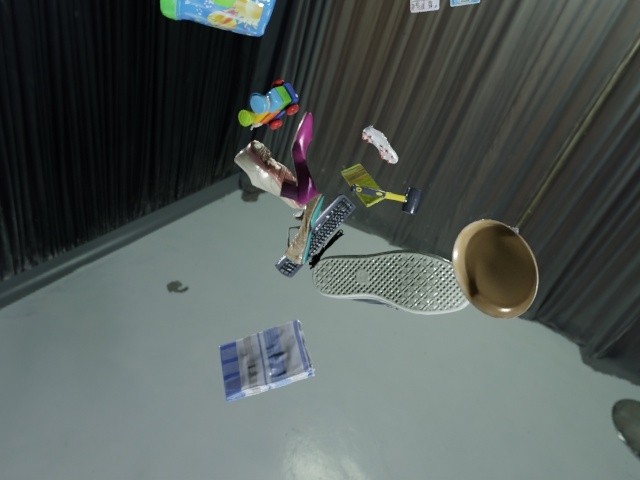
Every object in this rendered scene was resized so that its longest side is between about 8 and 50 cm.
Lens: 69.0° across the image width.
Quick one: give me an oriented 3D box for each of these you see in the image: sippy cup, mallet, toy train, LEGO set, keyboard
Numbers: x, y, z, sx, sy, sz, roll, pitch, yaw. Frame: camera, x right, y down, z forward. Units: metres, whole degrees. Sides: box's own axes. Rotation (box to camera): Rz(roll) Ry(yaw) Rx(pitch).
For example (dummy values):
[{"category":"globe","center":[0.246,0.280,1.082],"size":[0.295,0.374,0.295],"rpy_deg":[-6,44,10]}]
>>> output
[{"category":"sippy cup","center":[-0.206,-0.567,1.020],"size":[0.224,0.240,0.305],"rpy_deg":[17,65,-14]},{"category":"mallet","center":[0.150,-0.094,1.065],"size":[0.189,0.062,0.039],"rpy_deg":[0,15,-26]},{"category":"toy train","center":[-0.191,-0.376,1.409],"size":[0.143,0.248,0.105],"rpy_deg":[-32,93,-45]},{"category":"LEGO set","center":[0.359,-0.713,1.222],"size":[0.244,0.182,0.060],"rpy_deg":[5,25,26]},{"category":"keyboard","center":[0.000,0.000,1.504],"size":[0.033,0.317,0.201],"rpy_deg":[45,6,27]}]

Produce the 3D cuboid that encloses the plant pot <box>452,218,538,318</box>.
[{"category":"plant pot","center":[0.407,0.065,1.086],"size":[0.032,0.236,0.236],"rpy_deg":[-12,45,-29]}]

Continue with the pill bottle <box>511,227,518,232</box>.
[{"category":"pill bottle","center":[0.655,-0.016,1.763],"size":[0.169,0.094,0.094],"rpy_deg":[3,29,23]}]

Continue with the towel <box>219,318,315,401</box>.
[{"category":"towel","center":[-0.171,0.367,1.447],"size":[0.285,0.034,0.209],"rpy_deg":[-18,47,-1]}]

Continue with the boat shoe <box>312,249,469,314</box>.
[{"category":"boat shoe","center":[0.219,0.122,1.434],"size":[0.500,0.187,0.156],"rpy_deg":[1,-4,30]}]

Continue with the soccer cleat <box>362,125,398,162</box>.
[{"category":"soccer cleat","center":[0.264,-0.412,1.982],"size":[0.196,0.068,0.076],"rpy_deg":[43,61,-2]}]

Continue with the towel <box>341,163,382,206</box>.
[{"category":"towel","center":[0.188,-0.249,2.054],"size":[0.102,0.021,0.237],"rpy_deg":[-28,54,-7]}]

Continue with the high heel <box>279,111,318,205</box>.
[{"category":"high heel","center":[-0.039,-0.321,1.883],"size":[0.181,0.377,0.127],"rpy_deg":[14,30,-6]}]

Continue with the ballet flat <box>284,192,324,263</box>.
[{"category":"ballet flat","center":[-0.047,-0.040,1.235],"size":[0.067,0.073,0.206],"rpy_deg":[14,69,6]}]

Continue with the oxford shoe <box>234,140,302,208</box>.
[{"category":"oxford shoe","center":[-0.233,-0.287,2.186],"size":[0.397,0.146,0.140],"rpy_deg":[49,33,-25]}]
